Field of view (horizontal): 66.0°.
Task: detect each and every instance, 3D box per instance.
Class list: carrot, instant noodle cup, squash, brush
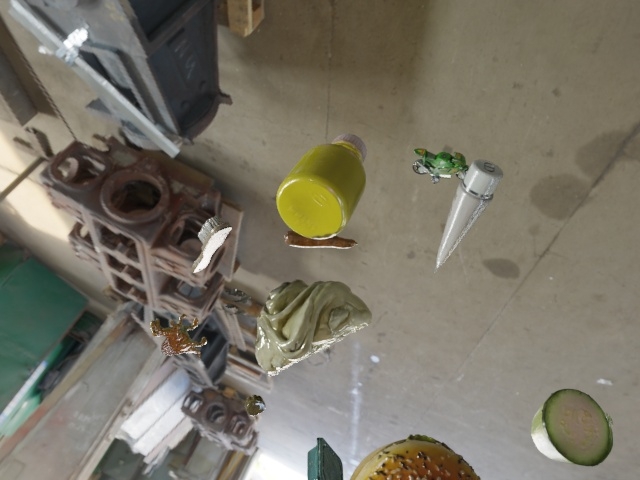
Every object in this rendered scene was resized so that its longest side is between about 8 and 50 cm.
[{"bbox_3d":[0.000,0.000,1.649,0.248,0.059,0.059,5,148,-3],"label":"carrot"},{"bbox_3d":[0.013,0.751,1.587,0.070,0.179,0.157,-29,114,13],"label":"instant noodle cup"},{"bbox_3d":[0.581,0.445,1.157,0.170,0.170,0.123,22,149,9],"label":"squash"},{"bbox_3d":[-0.353,0.013,1.523,0.065,0.070,0.327,56,145,10],"label":"brush"}]

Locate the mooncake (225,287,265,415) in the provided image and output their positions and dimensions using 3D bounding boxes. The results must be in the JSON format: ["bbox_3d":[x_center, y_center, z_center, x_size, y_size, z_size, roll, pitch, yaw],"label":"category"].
[{"bbox_3d":[-0.200,0.306,1.323,0.150,0.346,0.057,6,-179,-31],"label":"mooncake"}]

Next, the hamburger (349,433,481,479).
[{"bbox_3d":[0.182,0.514,0.919,0.300,0.300,0.176,30,159,-4],"label":"hamburger"}]

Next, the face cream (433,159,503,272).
[{"bbox_3d":[0.371,-0.061,1.283,0.089,0.143,0.314,22,130,8],"label":"face cream"}]

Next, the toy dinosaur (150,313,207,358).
[{"bbox_3d":[-0.402,0.295,1.415,0.057,0.142,0.212,24,126,43],"label":"toy dinosaur"}]

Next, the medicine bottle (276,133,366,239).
[{"bbox_3d":[0.019,-0.106,0.835,0.122,0.212,0.122,12,130,15],"label":"medicine bottle"}]

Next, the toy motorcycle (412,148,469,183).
[{"bbox_3d":[0.387,-0.239,1.558,0.190,0.074,0.106,11,144,15],"label":"toy motorcycle"}]

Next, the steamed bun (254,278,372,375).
[{"bbox_3d":[-0.061,0.230,1.485,0.237,0.394,0.346,63,-168,14],"label":"steamed bun"}]
